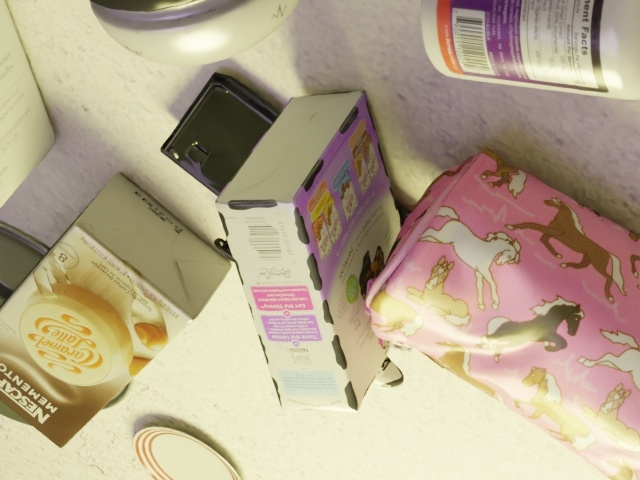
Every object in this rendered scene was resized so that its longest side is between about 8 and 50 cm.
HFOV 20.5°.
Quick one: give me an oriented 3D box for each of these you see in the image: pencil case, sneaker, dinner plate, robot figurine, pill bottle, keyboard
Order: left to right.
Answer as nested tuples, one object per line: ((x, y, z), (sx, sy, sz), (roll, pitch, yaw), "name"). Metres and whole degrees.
((-0.105, -0.253, 1.204), (0.173, 0.209, 0.278), (-13, 128, 10), "robot figurine")
((-0.140, 0.247, 1.924), (0.141, 0.017, 0.141), (22, 143, 18), "dinner plate")
((0.000, 0.000, 1.525), (0.317, 0.033, 0.201), (38, 137, -4), "keyboard")
((0.041, 0.099, 1.544), (0.083, 0.032, 0.037), (36, 138, -4), "sneaker")
((0.173, -0.149, 1.155), (0.193, 0.108, 0.108), (11, 138, 29), "pill bottle")
((0.223, 0.094, 1.350), (0.386, 0.160, 0.167), (34, 152, 0), "pencil case")

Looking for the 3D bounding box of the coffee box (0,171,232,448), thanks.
((-0.217, 0.070, 1.667), (0.141, 0.098, 0.246), (40, 129, -7), "coffee box")

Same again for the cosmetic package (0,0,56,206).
((-0.411, -0.223, 1.480), (0.230, 0.161, 0.453), (12, 138, 27), "cosmetic package")

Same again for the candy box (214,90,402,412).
((0.003, 0.009, 1.386), (0.070, 0.165, 0.196), (-2, 122, 25), "candy box")

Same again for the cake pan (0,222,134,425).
((-0.334, 0.094, 1.871), (0.293, 0.054, 0.293), (21, 141, 18), "cake pan")
